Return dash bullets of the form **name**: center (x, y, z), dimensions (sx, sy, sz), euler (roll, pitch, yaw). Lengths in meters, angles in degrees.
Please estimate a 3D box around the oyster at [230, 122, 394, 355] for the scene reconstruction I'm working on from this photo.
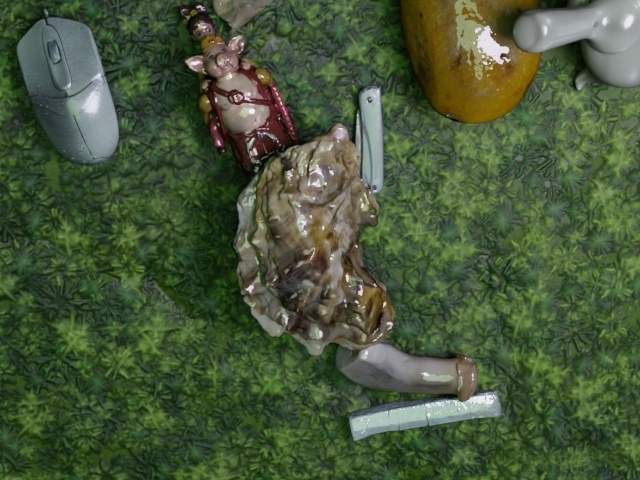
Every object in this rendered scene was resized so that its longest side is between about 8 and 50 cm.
- **oyster**: center (0.001, 0.001, 1.506), dimensions (0.238, 0.115, 0.351), euler (-8, 116, -28)

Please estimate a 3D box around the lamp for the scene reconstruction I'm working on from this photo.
- **lamp**: center (-0.120, -0.212, 1.493), dimensions (0.118, 0.118, 0.253), euler (-22, 108, 3)

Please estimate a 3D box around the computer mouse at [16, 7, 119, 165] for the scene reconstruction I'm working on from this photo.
- **computer mouse**: center (-0.348, -0.210, 1.499), dimensions (0.113, 0.068, 0.229), euler (-18, 107, 0)

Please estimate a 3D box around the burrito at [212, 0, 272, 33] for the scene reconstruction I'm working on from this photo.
- **burrito**: center (-0.051, -0.372, 1.483), dimensions (0.229, 0.063, 0.058), euler (-34, 146, 13)

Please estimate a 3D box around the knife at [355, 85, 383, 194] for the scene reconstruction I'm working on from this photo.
- **knife**: center (0.070, -0.144, 1.572), dimensions (0.044, 0.023, 0.162), euler (-2, 107, 1)

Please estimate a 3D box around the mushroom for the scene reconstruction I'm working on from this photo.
- **mushroom**: center (0.135, 0.197, 1.649), dimensions (0.223, 0.081, 0.092), euler (17, 124, -12)

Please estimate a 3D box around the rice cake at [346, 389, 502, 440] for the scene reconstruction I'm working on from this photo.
- **rice cake**: center (0.163, 0.272, 1.690), dimensions (0.245, 0.042, 0.045), euler (-8, 94, -1)

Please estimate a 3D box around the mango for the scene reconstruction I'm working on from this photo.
- **mango**: center (0.200, -0.324, 1.460), dimensions (0.176, 0.176, 0.329), euler (-28, 112, -41)

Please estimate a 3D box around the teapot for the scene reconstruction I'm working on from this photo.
- **teapot**: center (0.389, -0.313, 1.422), dimensions (0.149, 0.318, 0.220), euler (25, 98, 27)
